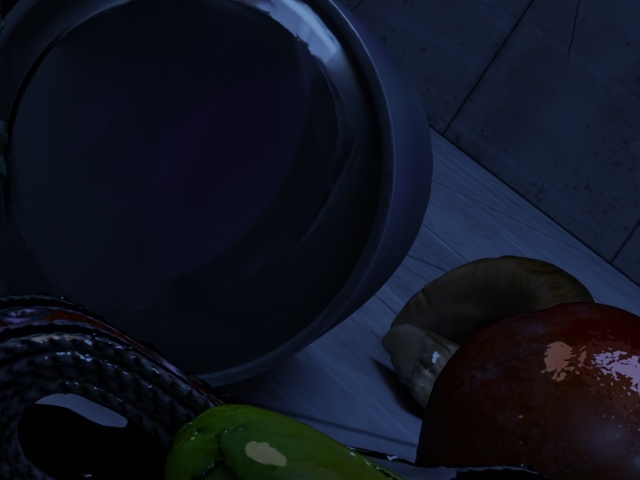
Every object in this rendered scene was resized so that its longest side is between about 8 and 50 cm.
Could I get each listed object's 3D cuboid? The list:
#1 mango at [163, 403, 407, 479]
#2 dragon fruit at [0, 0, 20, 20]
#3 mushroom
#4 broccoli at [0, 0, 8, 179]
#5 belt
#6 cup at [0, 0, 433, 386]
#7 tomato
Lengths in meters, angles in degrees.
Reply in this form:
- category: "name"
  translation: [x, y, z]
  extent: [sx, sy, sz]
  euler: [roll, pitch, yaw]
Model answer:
- category: "mango"
  translation: [0.024, 0.157, 0.673]
  extent: [0.233, 0.111, 0.125]
  euler: [55, 18, 15]
- category: "dragon fruit"
  translation: [-0.306, -0.287, 1.302]
  extent: [0.329, 0.329, 0.329]
  euler: [32, 10, -6]
- category: "mushroom"
  translation: [0.153, 0.085, 1.397]
  extent: [0.156, 0.151, 0.285]
  euler: [31, 10, -23]
- category: "broccoli"
  translation: [-0.251, -0.120, 0.682]
  extent: [0.317, 0.338, 0.277]
  euler: [19, -9, 17]
- category: "belt"
  translation: [-0.012, 0.123, 0.784]
  extent: [0.359, 0.126, 0.094]
  euler: [28, 10, -24]
- category: "cup"
  translation: [-0.052, -0.047, 1.106]
  extent: [0.253, 0.253, 0.371]
  euler: [35, 8, 9]
- category: "tomato"
  translation: [0.170, 0.134, 1.120]
  extent: [0.208, 0.184, 0.208]
  euler: [34, 11, -7]
